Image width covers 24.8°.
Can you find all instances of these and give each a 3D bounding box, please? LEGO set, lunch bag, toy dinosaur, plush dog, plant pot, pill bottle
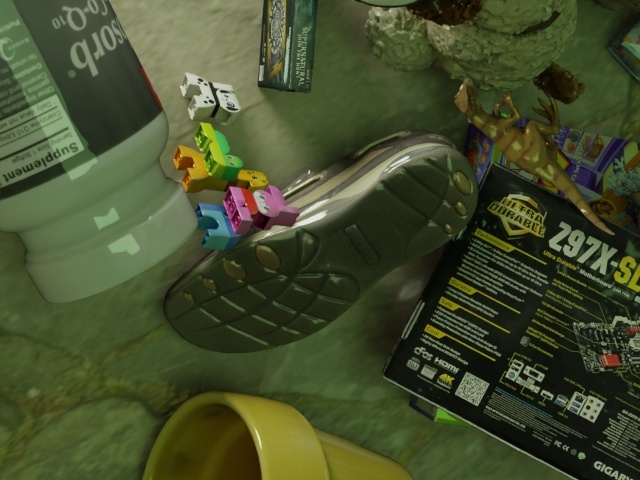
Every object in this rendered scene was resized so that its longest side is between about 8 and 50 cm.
[{"bbox_3d":[-0.083,-0.063,1.481,0.093,0.227,0.087,6,131,-29],"label":"LEGO set"},{"bbox_3d":[0.382,-0.218,1.663,0.083,0.053,0.071,41,82,-9],"label":"lunch bag"},{"bbox_3d":[0.220,-0.086,1.487,0.211,0.064,0.112,40,44,3],"label":"toy dinosaur"},{"bbox_3d":[0.193,-0.250,1.474,0.262,0.225,0.211,-38,74,-8],"label":"plush dog"},{"bbox_3d":[-0.029,0.296,1.511,0.239,0.254,0.254,13,94,-34],"label":"plant pot"},{"bbox_3d":[-0.270,-0.138,1.375,0.210,0.210,0.363,-30,106,-12],"label":"pill bottle"}]

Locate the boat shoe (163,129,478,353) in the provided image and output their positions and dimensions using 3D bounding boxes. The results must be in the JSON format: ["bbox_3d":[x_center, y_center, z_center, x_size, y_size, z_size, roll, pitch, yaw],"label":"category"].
[{"bbox_3d":[0.000,0.000,1.531,0.355,0.130,0.132,-26,115,8],"label":"boat shoe"}]

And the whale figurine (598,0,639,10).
[{"bbox_3d":[0.372,-0.313,1.534,0.216,0.272,0.141,34,78,-21],"label":"whale figurine"}]

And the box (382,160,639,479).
[{"bbox_3d":[0.261,0.101,1.520,0.322,0.079,0.257,27,95,6],"label":"box"}]

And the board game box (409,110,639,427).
[{"bbox_3d":[0.253,0.045,1.644,0.233,0.078,0.347,10,95,-19],"label":"board game box"}]

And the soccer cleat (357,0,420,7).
[{"bbox_3d":[0.057,-0.359,1.409,0.108,0.318,0.116,-1,136,-5],"label":"soccer cleat"}]

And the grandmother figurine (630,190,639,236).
[{"bbox_3d":[0.404,0.112,1.588,0.207,0.104,0.342,-6,93,26],"label":"grandmother figurine"}]

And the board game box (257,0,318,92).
[{"bbox_3d":[-0.031,-0.246,1.482,0.026,0.126,0.186,2,98,-18],"label":"board game box"}]
